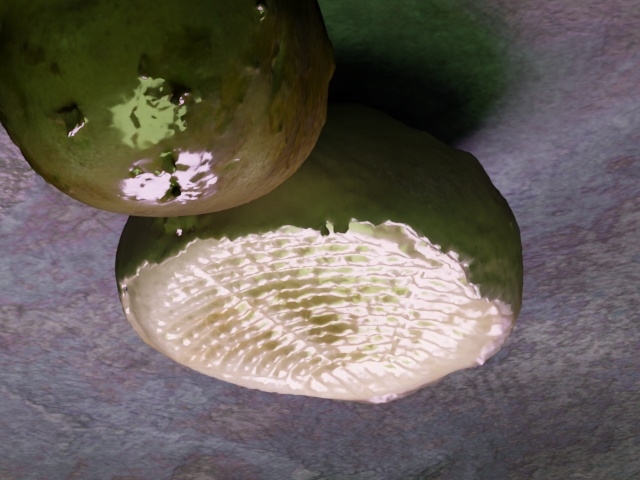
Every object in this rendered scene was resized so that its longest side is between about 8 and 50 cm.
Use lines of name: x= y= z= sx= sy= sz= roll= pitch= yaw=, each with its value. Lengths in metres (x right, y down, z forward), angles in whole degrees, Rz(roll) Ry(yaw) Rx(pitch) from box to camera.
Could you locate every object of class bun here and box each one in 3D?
bun: x=0.001 y=-0.005 z=1.557 sx=0.364 sy=0.202 sz=0.364 roll=2 pitch=152 yaw=1

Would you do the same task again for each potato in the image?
potato: x=-0.112 y=-0.147 z=1.229 sx=0.219 sy=0.269 sz=0.359 roll=-18 pitch=173 yaw=12
